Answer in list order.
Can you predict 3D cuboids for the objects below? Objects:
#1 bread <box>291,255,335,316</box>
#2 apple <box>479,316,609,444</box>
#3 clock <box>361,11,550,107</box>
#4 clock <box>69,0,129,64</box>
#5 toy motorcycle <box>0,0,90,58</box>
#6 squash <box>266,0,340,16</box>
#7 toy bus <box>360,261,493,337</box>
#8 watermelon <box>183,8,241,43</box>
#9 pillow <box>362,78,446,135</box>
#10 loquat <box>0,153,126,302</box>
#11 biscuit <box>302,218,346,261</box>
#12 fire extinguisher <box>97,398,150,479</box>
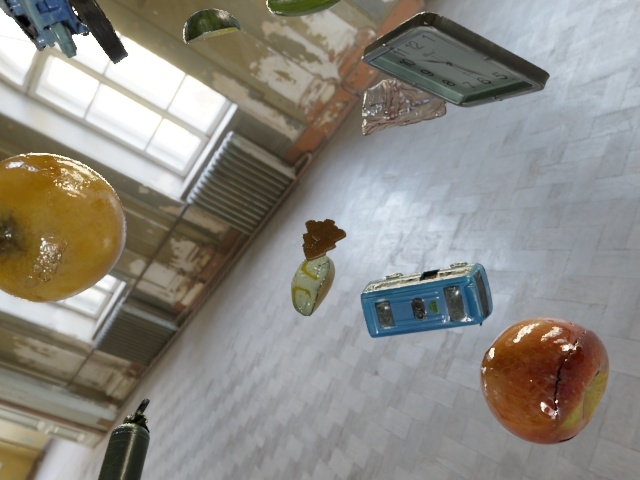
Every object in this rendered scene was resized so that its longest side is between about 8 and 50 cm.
[{"bbox_3d":[-0.009,0.096,1.226,0.083,0.094,0.157,34,126,31],"label":"bread"},{"bbox_3d":[0.452,0.279,1.046,0.207,0.251,0.272,13,44,45],"label":"apple"},{"bbox_3d":[0.247,-0.335,0.972,0.273,0.279,0.049,18,90,70],"label":"clock"},{"bbox_3d":[-0.452,-0.447,1.031,0.040,0.184,0.184,-32,22,-5],"label":"clock"},{"bbox_3d":[-0.660,-0.576,1.155,0.182,0.241,0.319,-52,-19,-28],"label":"toy motorcycle"},{"bbox_3d":[-0.026,-0.532,1.127,0.252,0.066,0.066,15,76,43],"label":"squash"},{"bbox_3d":[0.212,0.122,1.030,0.247,0.113,0.134,-12,4,22],"label":"toy bus"},{"bbox_3d":[-0.344,-0.666,1.573,0.182,0.075,0.092,-15,11,1],"label":"watermelon"},{"bbox_3d":[0.200,-0.350,1.280,0.249,0.049,0.135,-4,76,40],"label":"pillow"},{"bbox_3d":[-0.479,-0.020,0.902,0.263,0.263,0.263,-48,26,32],"label":"loquat"},{"bbox_3d":[0.000,0.000,0.907,0.092,0.082,0.016,-64,-24,-24],"label":"biscuit"},{"bbox_3d":[-0.458,0.528,1.192,0.114,0.096,0.311,-48,27,30],"label":"fire extinguisher"}]
